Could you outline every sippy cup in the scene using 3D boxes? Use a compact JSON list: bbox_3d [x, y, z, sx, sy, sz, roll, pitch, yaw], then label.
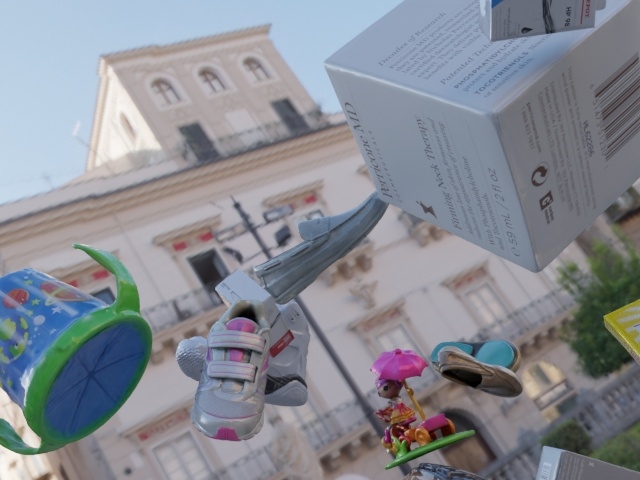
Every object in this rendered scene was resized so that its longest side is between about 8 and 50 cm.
[{"bbox_3d":[-0.426,0.164,1.300,0.305,0.224,0.240,-48,-26,-28],"label":"sippy cup"}]

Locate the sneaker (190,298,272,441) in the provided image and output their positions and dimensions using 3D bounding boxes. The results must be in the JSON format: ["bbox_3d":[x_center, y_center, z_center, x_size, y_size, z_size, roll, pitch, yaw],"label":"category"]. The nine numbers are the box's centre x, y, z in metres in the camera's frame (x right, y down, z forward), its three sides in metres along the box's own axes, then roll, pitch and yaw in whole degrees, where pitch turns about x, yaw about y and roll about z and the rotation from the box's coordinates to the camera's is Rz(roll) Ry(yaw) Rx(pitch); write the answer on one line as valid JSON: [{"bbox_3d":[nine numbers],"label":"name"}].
[{"bbox_3d":[-0.121,0.169,1.144,0.103,0.252,0.111,5,-59,-4],"label":"sneaker"}]

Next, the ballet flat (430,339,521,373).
[{"bbox_3d":[0.270,0.204,1.358,0.080,0.073,0.232,-52,17,-16],"label":"ballet flat"}]

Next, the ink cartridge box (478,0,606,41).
[{"bbox_3d":[0.304,-0.332,1.089,0.180,0.060,0.104,-9,-56,-2],"label":"ink cartridge box"}]

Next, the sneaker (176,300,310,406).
[{"bbox_3d":[-0.151,0.218,1.764,0.137,0.210,0.366,-9,-28,38],"label":"sneaker"}]

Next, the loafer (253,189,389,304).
[{"bbox_3d":[0.000,0.000,1.667,0.319,0.111,0.112,-40,1,11],"label":"loafer"}]

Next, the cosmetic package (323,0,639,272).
[{"bbox_3d":[0.287,-0.218,1.378,0.327,0.394,0.329,-41,-50,-17],"label":"cosmetic package"}]

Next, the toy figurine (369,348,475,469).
[{"bbox_3d":[0.125,0.241,1.225,0.130,0.159,0.173,-11,-21,-31],"label":"toy figurine"}]

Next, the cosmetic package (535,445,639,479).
[{"bbox_3d":[0.586,0.532,1.762,0.238,0.127,0.107,16,-11,-7],"label":"cosmetic package"}]

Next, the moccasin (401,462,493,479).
[{"bbox_3d":[0.142,0.388,1.103,0.380,0.139,0.147,128,162,-62],"label":"moccasin"}]

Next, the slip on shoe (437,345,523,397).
[{"bbox_3d":[0.226,0.195,1.166,0.051,0.135,0.041,-53,15,34],"label":"slip on shoe"}]

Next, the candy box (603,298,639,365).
[{"bbox_3d":[0.460,0.083,0.995,0.206,0.105,0.027,-26,-61,1],"label":"candy box"}]

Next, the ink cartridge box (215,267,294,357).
[{"bbox_3d":[-0.111,0.125,1.418,0.056,0.099,0.135,-42,-39,-16],"label":"ink cartridge box"}]
